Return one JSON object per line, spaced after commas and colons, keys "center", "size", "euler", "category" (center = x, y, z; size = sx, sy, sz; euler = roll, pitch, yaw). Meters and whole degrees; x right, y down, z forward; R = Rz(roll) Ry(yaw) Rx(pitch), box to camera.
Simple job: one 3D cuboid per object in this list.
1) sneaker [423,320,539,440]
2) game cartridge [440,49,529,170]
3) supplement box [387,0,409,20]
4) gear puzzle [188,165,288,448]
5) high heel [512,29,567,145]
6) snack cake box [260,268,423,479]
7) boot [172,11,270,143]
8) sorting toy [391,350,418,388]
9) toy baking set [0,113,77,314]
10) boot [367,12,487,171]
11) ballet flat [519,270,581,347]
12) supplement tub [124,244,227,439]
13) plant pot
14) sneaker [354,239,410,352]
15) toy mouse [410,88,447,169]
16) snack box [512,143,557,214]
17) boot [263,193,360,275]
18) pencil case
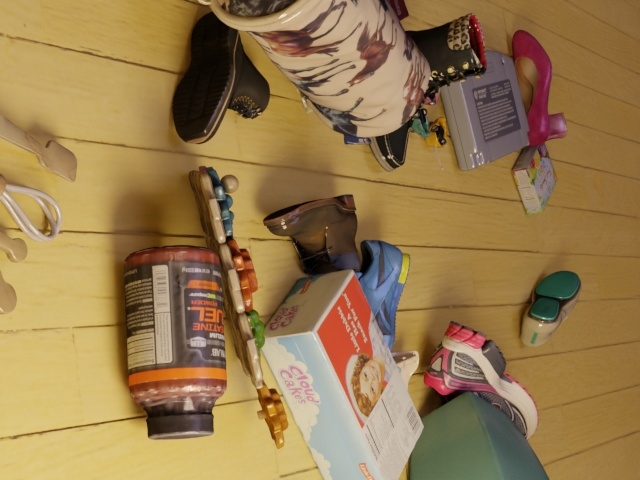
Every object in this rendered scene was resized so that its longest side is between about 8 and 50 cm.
{"center": [0.246, 0.246, 2.023], "size": [0.112, 0.121, 0.299], "euler": [-54, 134, -16], "category": "sneaker"}
{"center": [0.298, -0.245, 2.324], "size": [0.297, 0.062, 0.198], "euler": [-23, 96, -60], "category": "game cartridge"}
{"center": [0.042, -0.362, 1.893], "size": [0.239, 0.073, 0.130], "euler": [-39, 115, -57], "category": "supplement box"}
{"center": [-0.081, 0.078, 1.460], "size": [0.175, 0.044, 0.339], "euler": [-161, -124, -79], "category": "gear puzzle"}
{"center": [0.399, -0.302, 2.527], "size": [0.117, 0.082, 0.244], "euler": [-10, 81, -28], "category": "high heel"}
{"center": [0.030, 0.190, 1.666], "size": [0.152, 0.089, 0.264], "euler": [-52, 125, -51], "category": "snack cake box"}
{"center": [-0.108, -0.169, 1.570], "size": [0.137, 0.077, 0.198], "euler": [54, 38, -45], "category": "boot"}
{"center": [0.108, 0.203, 1.850], "size": [0.083, 0.045, 0.075], "euler": [-11, 97, -61], "category": "sorting toy"}
{"center": [-0.321, -0.044, 1.197], "size": [0.196, 0.030, 0.256], "euler": [62, 33, -32], "category": "toy baking set"}
{"center": [0.159, -0.231, 1.943], "size": [0.085, 0.179, 0.236], "euler": [35, 50, -51], "category": "boot"}
{"center": [0.433, 0.134, 2.417], "size": [0.248, 0.086, 0.086], "euler": [-37, 112, -57], "category": "ballet flat"}
{"center": [-0.153, 0.110, 1.355], "size": [0.106, 0.106, 0.198], "euler": [14, 68, -58], "category": "supplement tub"}
{"center": [0.230, 0.353, 1.858], "size": [0.166, 0.165, 0.234], "euler": [32, 33, -41], "category": "plant pot"}
{"center": [0.066, 0.098, 1.802], "size": [0.082, 0.069, 0.209], "euler": [21, 67, -19], "category": "sneaker"}
{"center": [0.167, -0.217, 2.104], "size": [0.143, 0.031, 0.161], "euler": [49, 40, -42], "category": "toy mouse"}
{"center": [0.423, -0.127, 2.516], "size": [0.100, 0.037, 0.141], "euler": [67, 31, -22], "category": "snack box"}
{"center": [0.000, 0.000, 1.686], "size": [0.219, 0.082, 0.106], "euler": [-14, 90, -63], "category": "boot"}
{"center": [-0.002, -0.257, 1.590], "size": [0.410, 0.183, 0.160], "euler": [37, 32, -64], "category": "pencil case"}
